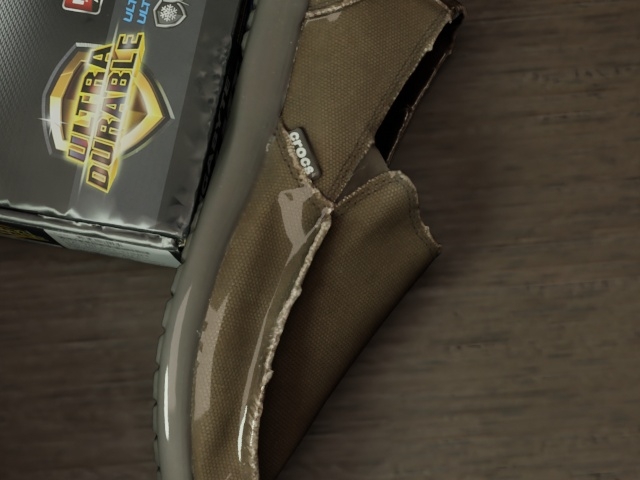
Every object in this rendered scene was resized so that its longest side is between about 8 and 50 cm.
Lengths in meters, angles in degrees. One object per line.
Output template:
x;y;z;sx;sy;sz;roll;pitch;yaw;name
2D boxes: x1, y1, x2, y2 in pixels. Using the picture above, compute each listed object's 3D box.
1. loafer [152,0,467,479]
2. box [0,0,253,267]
0.000;0.000;0.986;0.130;0.134;0.366;12;80;5;loafer
-0.183;-0.151;1.051;0.293;0.073;0.295;11;79;7;box
